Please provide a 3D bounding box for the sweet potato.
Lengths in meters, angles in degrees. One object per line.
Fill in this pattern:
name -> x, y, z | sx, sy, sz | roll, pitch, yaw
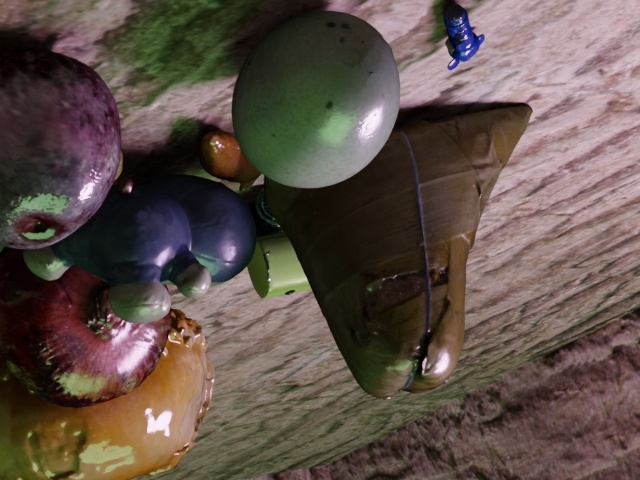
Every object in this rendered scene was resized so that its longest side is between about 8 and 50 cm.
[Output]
sweet potato -> -0.112, -0.099, 1.883 | 0.055, 0.058, 0.202 | -62, 164, -1

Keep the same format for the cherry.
cherry -> -0.282, -0.086, 1.515 | 0.195, 0.195, 0.195 | -16, 164, -5

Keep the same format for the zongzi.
zongzi -> 0.160, 0.002, 1.960 | 0.393, 0.356, 0.174 | -13, 154, -19

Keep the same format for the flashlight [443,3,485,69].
flashlight -> 0.153, -0.232, 1.744 | 0.057, 0.035, 0.121 | -42, 159, -2

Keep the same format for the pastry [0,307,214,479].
pastry -> -0.340, 0.199, 2.213 | 0.410, 0.245, 0.409 | -6, -169, 1

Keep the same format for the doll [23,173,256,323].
doll -> -0.192, -0.003, 1.836 | 0.228, 0.154, 0.258 | 21, -168, 28

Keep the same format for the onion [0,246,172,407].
onion -> -0.297, 0.085, 1.950 | 0.246, 0.246, 0.190 | -4, 175, -38

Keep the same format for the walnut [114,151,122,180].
walnut -> -0.260, -0.089, 1.715 | 0.092, 0.092, 0.092 | -16, 164, -5

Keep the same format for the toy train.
toy train -> 0.000, 0.000, 2.126 | 0.253, 0.157, 0.105 | -9, 163, -25

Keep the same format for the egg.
egg -> -0.006, -0.143, 1.628 | 0.169, 0.169, 0.236 | -11, 167, -19
